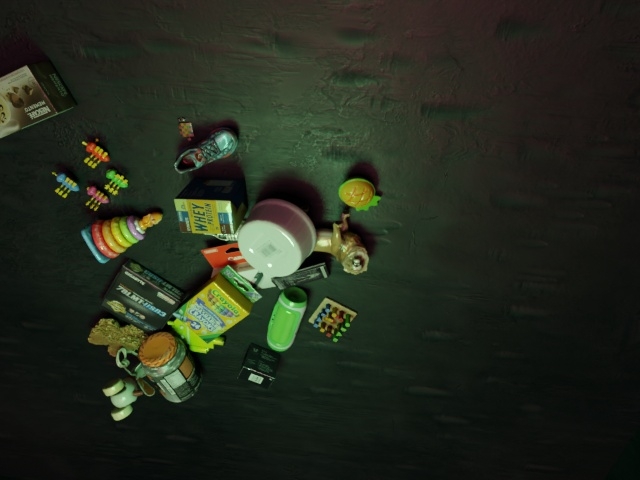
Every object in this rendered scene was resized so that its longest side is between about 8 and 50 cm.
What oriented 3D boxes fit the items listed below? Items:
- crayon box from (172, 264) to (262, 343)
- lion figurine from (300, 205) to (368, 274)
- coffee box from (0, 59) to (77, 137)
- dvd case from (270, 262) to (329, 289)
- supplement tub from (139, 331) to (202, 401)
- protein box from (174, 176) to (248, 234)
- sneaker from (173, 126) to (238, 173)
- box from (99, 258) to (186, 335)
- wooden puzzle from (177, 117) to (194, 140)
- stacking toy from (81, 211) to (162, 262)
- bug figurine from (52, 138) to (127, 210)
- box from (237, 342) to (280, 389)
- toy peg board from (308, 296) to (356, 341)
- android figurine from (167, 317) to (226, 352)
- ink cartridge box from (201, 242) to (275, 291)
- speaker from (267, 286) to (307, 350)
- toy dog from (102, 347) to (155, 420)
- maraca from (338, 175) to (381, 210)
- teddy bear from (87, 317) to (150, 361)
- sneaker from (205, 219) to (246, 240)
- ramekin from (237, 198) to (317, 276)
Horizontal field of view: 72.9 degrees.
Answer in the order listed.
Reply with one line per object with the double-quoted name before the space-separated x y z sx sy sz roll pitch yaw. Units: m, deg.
"crayon box" -0.430 0.272 1.806 0.323 0.083 0.203 -37 107 22
"lion figurine" 0.000 0.000 1.685 0.391 0.142 0.240 12 131 16
"coffee box" -1.035 -0.484 1.501 0.297 0.119 0.168 -14 117 15
"dvd case" -0.078 0.147 1.750 0.221 0.018 0.164 -15 159 2
"supplement tub" -0.699 0.589 2.026 0.207 0.207 0.338 -3 133 8
"protein box" -0.393 -0.131 1.593 0.201 0.200 0.136 2 121 6
"sneaker" -0.406 -0.304 1.533 0.261 0.125 0.104 -24 116 20
"box" -0.802 0.268 1.956 0.295 0.073 0.293 36 120 -13
"wooden puzzle" -0.482 -0.398 1.555 0.049 0.006 0.083 0 121 6
"stacking toy" -0.768 -0.044 1.738 0.301 0.175 0.166 -22 112 3
"bug figurine" -0.867 -0.243 1.656 0.279 0.072 0.216 -34 118 19
"box" -0.288 0.592 2.043 0.155 0.158 0.093 24 120 -8
"toy peg board" 0.051 0.356 1.909 0.160 0.079 0.161 28 120 -11
"android figurine" -0.582 0.425 2.039 0.272 0.056 0.248 10 122 -1
"ink cartridge box" -0.324 0.114 1.787 0.275 0.060 0.239 -11 135 13
"speaker" -0.149 0.346 1.899 0.131 0.131 0.297 17 122 -4
"toy dog" -0.835 0.642 1.962 0.160 0.334 0.220 -14 123 4
"maraca" 0.143 -0.166 1.575 0.127 0.099 0.185 -25 141 26
"teddy bear" -0.925 0.476 2.093 0.337 0.113 0.245 16 129 -12
"sneaker" -0.342 -0.031 1.711 0.234 0.095 0.090 10 120 -3
"ramekin" -0.164 -0.001 1.571 0.277 0.135 0.277 12 128 15
